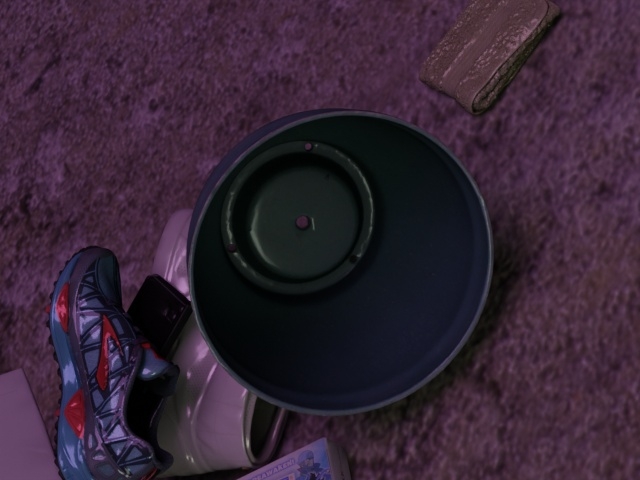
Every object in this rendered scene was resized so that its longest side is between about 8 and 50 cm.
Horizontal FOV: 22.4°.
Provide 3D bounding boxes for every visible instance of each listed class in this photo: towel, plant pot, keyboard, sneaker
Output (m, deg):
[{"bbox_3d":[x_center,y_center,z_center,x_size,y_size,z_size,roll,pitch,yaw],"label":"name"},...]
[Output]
[{"bbox_3d":[0.176,-0.211,1.715,0.148,0.027,0.110,-52,46,1],"label":"towel"},{"bbox_3d":[0.000,0.000,1.585,0.293,0.293,0.196,-50,20,3],"label":"plant pot"},{"bbox_3d":[-0.187,0.134,1.676,0.108,0.023,0.180,38,101,44],"label":"keyboard"},{"bbox_3d":[-0.093,0.102,1.696,0.169,0.108,0.293,-6,72,32],"label":"sneaker"},{"bbox_3d":[-0.194,0.126,1.619,0.125,0.104,0.262,-14,70,22],"label":"sneaker"}]

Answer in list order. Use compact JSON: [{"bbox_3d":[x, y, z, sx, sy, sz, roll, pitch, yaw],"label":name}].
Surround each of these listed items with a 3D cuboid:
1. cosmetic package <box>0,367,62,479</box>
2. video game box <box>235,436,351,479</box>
[{"bbox_3d":[-0.334,0.327,1.605,0.217,0.156,0.385,-20,43,-14],"label":"cosmetic package"},{"bbox_3d":[-0.052,0.317,1.576,0.205,0.048,0.187,-28,54,21],"label":"video game box"}]
